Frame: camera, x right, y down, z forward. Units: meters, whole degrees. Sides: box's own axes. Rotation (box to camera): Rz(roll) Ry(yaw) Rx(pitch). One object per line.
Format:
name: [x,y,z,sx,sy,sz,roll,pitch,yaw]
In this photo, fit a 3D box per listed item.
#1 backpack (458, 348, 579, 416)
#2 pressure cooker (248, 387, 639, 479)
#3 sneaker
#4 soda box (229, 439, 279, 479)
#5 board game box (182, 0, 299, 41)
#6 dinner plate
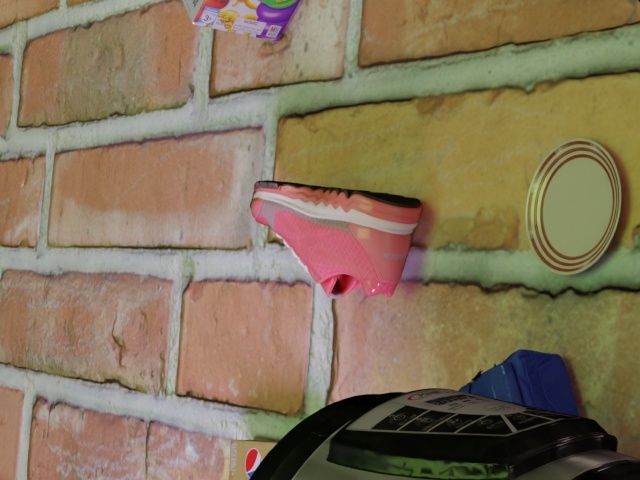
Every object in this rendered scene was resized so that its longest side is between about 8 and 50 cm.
backpack: [0.189,0.173,1.473,0.120,0.101,0.098,-47,40,47]
pressure cooker: [0.104,0.328,1.275,0.420,0.370,0.375,11,53,48]
sneaker: [0.000,0.000,1.785,0.314,0.116,0.136,11,94,57]
soda box: [-0.047,0.286,1.848,0.181,0.061,0.058,-7,78,56]
board game box: [-0.076,-0.430,1.959,0.275,0.142,0.144,-57,40,35]
dinner plate: [0.260,-0.034,1.477,0.141,0.017,0.141,-14,73,55]
